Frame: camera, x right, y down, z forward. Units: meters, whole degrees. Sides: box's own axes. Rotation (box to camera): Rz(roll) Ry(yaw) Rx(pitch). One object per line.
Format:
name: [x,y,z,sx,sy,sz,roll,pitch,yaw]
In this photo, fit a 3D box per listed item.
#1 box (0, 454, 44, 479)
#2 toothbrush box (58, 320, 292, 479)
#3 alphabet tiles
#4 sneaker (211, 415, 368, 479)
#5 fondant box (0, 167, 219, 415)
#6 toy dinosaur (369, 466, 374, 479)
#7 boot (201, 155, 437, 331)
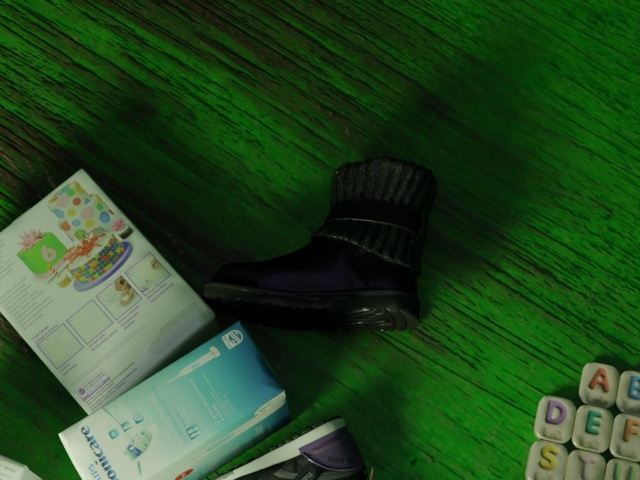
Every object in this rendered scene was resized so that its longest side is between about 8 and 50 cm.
box: [-0.501,0.358,1.812,0.182,0.181,0.119,20,73,8]
toothbrush box: [-0.199,0.268,1.820,0.296,0.216,0.126,-31,72,-10]
alphabet tiles: [0.454,0.327,1.888,0.284,0.021,0.277,13,71,6]
sneaker: [-0.066,0.369,1.843,0.283,0.107,0.124,-26,78,-8]
fondant box: [-0.350,0.088,1.952,0.238,0.096,0.330,-40,75,-12]
toy dinosaur: [0.105,0.448,1.840,0.211,0.064,0.112,45,59,6]
boot: [0.001,0.002,1.956,0.348,0.131,0.260,3,68,5]
